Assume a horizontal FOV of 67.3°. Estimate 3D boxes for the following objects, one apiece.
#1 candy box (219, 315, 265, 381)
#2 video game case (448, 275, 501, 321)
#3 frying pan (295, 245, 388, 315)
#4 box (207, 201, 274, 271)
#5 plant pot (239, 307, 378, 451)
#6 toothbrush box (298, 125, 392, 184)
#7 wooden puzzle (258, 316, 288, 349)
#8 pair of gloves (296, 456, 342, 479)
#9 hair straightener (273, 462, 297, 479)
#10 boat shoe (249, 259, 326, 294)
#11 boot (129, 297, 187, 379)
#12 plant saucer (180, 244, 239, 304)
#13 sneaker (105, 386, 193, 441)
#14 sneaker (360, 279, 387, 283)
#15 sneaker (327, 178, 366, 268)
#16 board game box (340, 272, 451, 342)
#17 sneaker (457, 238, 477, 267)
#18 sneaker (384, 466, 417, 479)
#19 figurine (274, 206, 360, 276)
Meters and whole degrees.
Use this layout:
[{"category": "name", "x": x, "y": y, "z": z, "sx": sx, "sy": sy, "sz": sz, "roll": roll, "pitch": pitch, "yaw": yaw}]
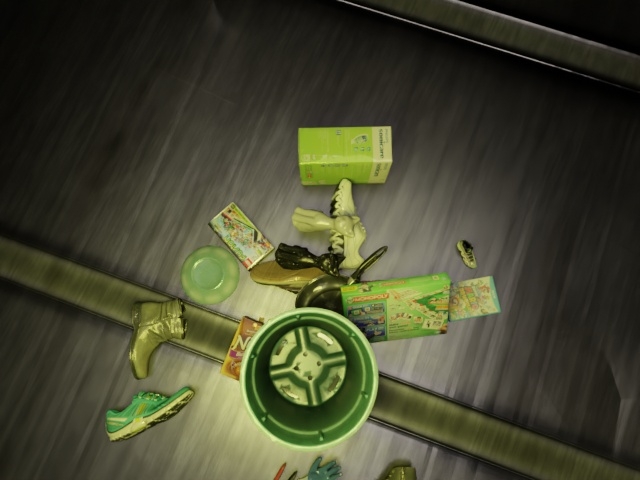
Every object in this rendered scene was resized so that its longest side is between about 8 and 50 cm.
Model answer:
[{"category": "candy box", "x": -0.222, "y": 0.339, "z": 1.482, "sx": 0.109, "sy": 0.053, "sz": 0.187, "roll": 21, "pitch": 85, "yaw": 5}, {"category": "video game case", "x": 0.478, "y": 0.185, "z": 1.530, "sx": 0.166, "sy": 0.015, "sz": 0.119, "roll": -10, "pitch": 79, "yaw": -1}, {"category": "frying pan", "x": 0.079, "y": 0.158, "z": 1.460, "sx": 0.325, "sy": 0.197, "sz": 0.053, "roll": -23, "pitch": 41, "yaw": -2}, {"category": "box", "x": -0.258, "y": -0.012, "z": 1.568, "sx": 0.114, "sy": 0.036, "sz": 0.207, "roll": -42, "pitch": 81, "yaw": -7}, {"category": "plant pot", "x": -0.033, "y": 0.363, "z": 1.334, "sx": 0.340, "sy": 0.334, "sz": 0.342, "roll": 0, "pitch": 80, "yaw": -2}, {"category": "toothbrush box", "x": 0.075, "y": -0.264, "z": 1.527, "sx": 0.282, "sy": 0.206, "sz": 0.122, "roll": 0, "pitch": 78, "yaw": 2}, {"category": "wooden puzzle", "x": -0.152, "y": 0.293, "z": 1.518, "sx": 0.116, "sy": 0.014, "sz": 0.079, "roll": 21, "pitch": 80, "yaw": 4}, {"category": "pair of gloves", "x": 0.019, "y": 0.737, "z": 1.398, "sx": 0.159, "sy": 0.023, "sz": 0.198, "roll": -32, "pitch": 72, "yaw": 19}, {"category": "hair straightener", "x": -0.133, "y": 0.778, "z": 1.406, "sx": 0.089, "sy": 0.047, "sz": 0.231, "roll": 32, "pitch": 81, "yaw": 7}, {"category": "boat shoe", "x": -0.081, "y": 0.123, "z": 1.509, "sx": 0.284, "sy": 0.093, "sz": 0.103, "roll": -2, "pitch": 39, "yaw": 13}, {"category": "boot", "x": -0.499, "y": 0.303, "z": 1.491, "sx": 0.161, "sy": 0.083, "sz": 0.247, "roll": -1, "pitch": 80, "yaw": -5}, {"category": "plant saucer", "x": -0.359, "y": 0.108, "z": 1.546, "sx": 0.194, "sy": 0.037, "sz": 0.195, "roll": 0, "pitch": 79, "yaw": 2}, {"category": "sneaker", "x": -0.518, "y": 0.501, "z": 1.442, "sx": 0.275, "sy": 0.107, "sz": 0.110, "roll": -24, "pitch": 70, "yaw": -4}, {"category": "sneaker", "x": 0.162, "y": 0.155, "z": 1.529, "sx": 0.119, "sy": 0.047, "sz": 0.057, "roll": -2, "pitch": 90, "yaw": 2}, {"category": "sneaker", "x": 0.088, "y": -0.051, "z": 1.544, "sx": 0.118, "sy": 0.110, "sz": 0.293, "roll": 3, "pitch": 87, "yaw": -6}, {"category": "board game box", "x": 0.225, "y": 0.210, "z": 1.444, "sx": 0.316, "sy": 0.046, "sz": 0.214, "roll": -7, "pitch": 124, "yaw": -1}, {"category": "sneaker", "x": 0.473, "y": 0.041, "z": 1.530, "sx": 0.038, "sy": 0.069, "sz": 0.098, "roll": -30, "pitch": 80, "yaw": -4}, {"category": "sneaker", "x": 0.184, "y": 0.735, "z": 1.407, "sx": 0.221, "sy": 0.083, "sz": 0.118, "roll": -11, "pitch": 57, "yaw": 8}, {"category": "figurine", "x": 0.000, "y": 0.000, "z": 1.436, "sx": 0.209, "sy": 0.092, "sz": 0.215, "roll": 11, "pitch": 67, "yaw": 30}]
